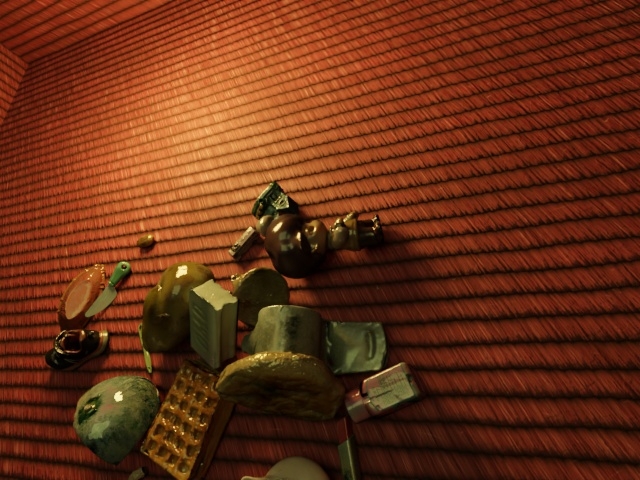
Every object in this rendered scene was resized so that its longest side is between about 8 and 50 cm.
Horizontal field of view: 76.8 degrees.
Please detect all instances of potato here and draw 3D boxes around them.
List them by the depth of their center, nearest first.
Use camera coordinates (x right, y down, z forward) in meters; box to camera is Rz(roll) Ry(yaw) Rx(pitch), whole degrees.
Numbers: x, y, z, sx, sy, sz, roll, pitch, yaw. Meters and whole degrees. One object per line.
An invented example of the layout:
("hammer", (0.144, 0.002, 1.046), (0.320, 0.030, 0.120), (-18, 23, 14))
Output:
("potato", (-0.483, 0.231, 1.356), (0.218, 0.203, 0.350), (35, 95, 39))
("potato", (-0.720, 0.002, 1.659), (0.083, 0.040, 0.051), (-19, 66, 17))

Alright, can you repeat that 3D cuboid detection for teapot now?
("teapot", (-0.055, 0.648, 0.992), (0.298, 0.139, 0.204), (-2, 63, 30))

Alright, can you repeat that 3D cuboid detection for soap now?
("soap", (-0.331, 0.255, 1.239), (0.150, 0.261, 0.094), (28, 36, 28))

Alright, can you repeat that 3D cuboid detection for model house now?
("model house", (-0.138, -0.100, 1.400), (0.149, 0.119, 0.148), (38, 86, 25))

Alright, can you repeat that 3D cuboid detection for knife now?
("knife", (-0.631, 0.386, 1.458), (0.030, 0.014, 0.207), (-37, 57, 8))
("knife", (-0.847, 0.203, 1.625), (0.260, 0.063, 0.035), (-60, 15, -7))

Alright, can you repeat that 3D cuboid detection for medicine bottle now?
("medicine bottle", (0.160, 0.391, 1.026), (0.188, 0.119, 0.094), (-28, 58, 10))

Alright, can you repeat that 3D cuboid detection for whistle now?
("whistle", (-0.020, 0.300, 1.147), (0.405, 0.188, 0.168), (8, 61, -7))

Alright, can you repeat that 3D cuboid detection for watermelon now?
("watermelon", (-0.650, 0.518, 1.281), (0.322, 0.175, 0.188), (30, 78, 44))

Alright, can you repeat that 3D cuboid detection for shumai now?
("shumai", (-0.201, 0.176, 1.294), (0.201, 0.201, 0.120), (-53, 17, -5))

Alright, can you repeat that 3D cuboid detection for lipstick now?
("lipstick", (0.079, 0.604, 1.008), (0.051, 0.051, 0.312), (-21, 59, 17))

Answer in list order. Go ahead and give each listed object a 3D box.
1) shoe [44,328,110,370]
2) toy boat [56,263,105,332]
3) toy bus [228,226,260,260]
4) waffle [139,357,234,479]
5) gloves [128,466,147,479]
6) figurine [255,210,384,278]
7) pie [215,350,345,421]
("shoe", (-0.942, 0.408, 1.519), (0.291, 0.137, 0.114), (-25, 59, 14))
("toy boat", (-0.969, 0.238, 1.639), (0.141, 0.099, 0.317), (21, 73, -11))
("toy bus", (-0.273, 0.012, 1.440), (0.037, 0.052, 0.130), (40, 88, 31))
("waffle", (-0.387, 0.537, 1.232), (0.213, 0.091, 0.307), (15, 76, 29))
("gloves", (-0.571, 0.732, 1.263), (0.081, 0.037, 0.044), (-54, 22, 0))
("figurine", (-0.002, -0.016, 1.229), (0.365, 0.206, 0.218), (-23, 34, 13))
("pie", (-0.102, 0.379, 1.028), (0.338, 0.337, 0.075), (-13, 42, 19))
